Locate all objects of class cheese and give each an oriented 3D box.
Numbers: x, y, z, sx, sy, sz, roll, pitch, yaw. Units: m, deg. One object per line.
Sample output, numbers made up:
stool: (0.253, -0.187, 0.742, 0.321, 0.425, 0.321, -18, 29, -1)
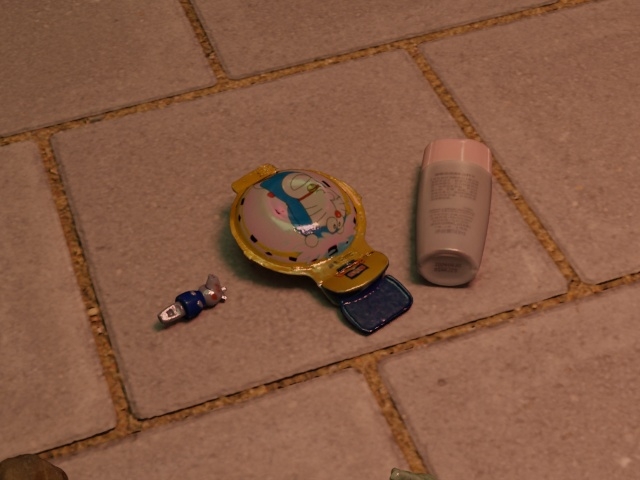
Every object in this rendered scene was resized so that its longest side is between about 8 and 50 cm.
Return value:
cheese: (0.000, 0.000, 1.343, 0.157, 0.064, 0.250, -33, 63, -26)

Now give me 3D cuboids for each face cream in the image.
face cream: (0.148, -0.036, 1.377, 0.084, 0.057, 0.198, 5, 43, 7)

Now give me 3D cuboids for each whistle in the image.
whistle: (-0.137, 0.064, 1.307, 0.083, 0.029, 0.033, -28, 81, -29)

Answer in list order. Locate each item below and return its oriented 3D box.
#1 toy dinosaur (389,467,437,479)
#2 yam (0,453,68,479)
toy dinosaur: (0.240, 0.265, 1.042, 0.383, 0.076, 0.129, 14, 22, 8)
yam: (-0.246, 0.295, 1.032, 0.093, 0.093, 0.259, -10, 44, -7)
